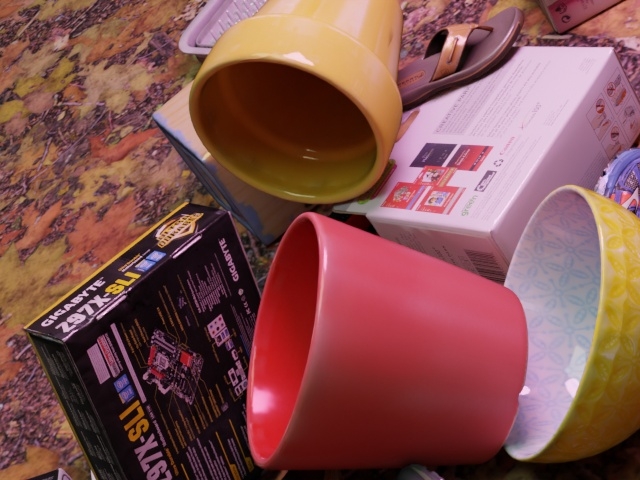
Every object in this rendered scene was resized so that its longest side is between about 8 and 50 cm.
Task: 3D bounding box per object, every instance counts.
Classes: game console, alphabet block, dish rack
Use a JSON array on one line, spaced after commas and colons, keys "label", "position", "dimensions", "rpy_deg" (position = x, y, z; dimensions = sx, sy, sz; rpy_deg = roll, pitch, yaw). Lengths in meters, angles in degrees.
[{"label": "game console", "position": [0.000, 0.000, 1.896], "dimensions": [0.144, 0.085, 0.124], "rpy_deg": [-47, 39, -16]}, {"label": "alphabet block", "position": [-0.085, -0.146, 2.034], "dimensions": [0.197, 0.192, 0.193], "rpy_deg": [-41, 40, -6]}, {"label": "dish rack", "position": [-0.047, -0.377, 2.349], "dimensions": [0.333, 0.072, 0.285], "rpy_deg": [10, 57, 43]}]

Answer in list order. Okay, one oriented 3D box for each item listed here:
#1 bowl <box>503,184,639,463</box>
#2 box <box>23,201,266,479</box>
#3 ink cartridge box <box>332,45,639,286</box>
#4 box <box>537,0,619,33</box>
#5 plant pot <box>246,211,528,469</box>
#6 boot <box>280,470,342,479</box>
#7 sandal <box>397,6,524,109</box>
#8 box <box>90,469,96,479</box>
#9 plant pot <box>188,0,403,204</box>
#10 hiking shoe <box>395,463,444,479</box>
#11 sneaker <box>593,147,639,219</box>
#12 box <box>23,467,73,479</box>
[{"label": "bowl", "position": [0.297, 0.098, 1.484], "dimensions": [0.156, 0.289, 0.289], "rpy_deg": [12, 42, -11]}, {"label": "box", "position": [-0.159, 0.158, 1.608], "dimensions": [0.079, 0.322, 0.257], "rpy_deg": [12, 42, 43]}, {"label": "ink cartridge box", "position": [0.210, -0.096, 1.806], "dimensions": [0.272, 0.130, 0.309], "rpy_deg": [10, 56, 46]}, {"label": "box", "position": [0.392, -0.421, 2.022], "dimensions": [0.232, 0.127, 0.148], "rpy_deg": [-28, 38, 9]}, {"label": "plant pot", "position": [0.072, 0.124, 1.531], "dimensions": [0.243, 0.275, 0.275], "rpy_deg": [11, 40, -13]}, {"label": "boot", "position": [-0.074, 0.301, 1.569], "dimensions": [0.207, 0.090, 0.248], "rpy_deg": [-9, 37, -3]}, {"label": "sandal", "position": [0.159, -0.241, 1.854], "dimensions": [0.219, 0.060, 0.090], "rpy_deg": [-24, 36, 19]}, {"label": "box", "position": [-0.216, 0.240, 1.785], "dimensions": [0.114, 0.103, 0.203], "rpy_deg": [-28, 38, 8]}, {"label": "plant pot", "position": [-0.005, -0.213, 1.802], "dimensions": [0.254, 0.254, 0.239], "rpy_deg": [-6, 44, 33]}, {"label": "hiking shoe", "position": [0.106, 0.325, 1.422], "dimensions": [0.114, 0.086, 0.227], "rpy_deg": [-24, 53, -3]}, {"label": "sneaker", "position": [0.348, -0.021, 1.677], "dimensions": [0.087, 0.083, 0.221], "rpy_deg": [28, 55, 14]}, {"label": "box", "position": [-0.296, 0.422, 1.601], "dimensions": [0.087, 0.169, 0.290], "rpy_deg": [-20, 38, 15]}]
